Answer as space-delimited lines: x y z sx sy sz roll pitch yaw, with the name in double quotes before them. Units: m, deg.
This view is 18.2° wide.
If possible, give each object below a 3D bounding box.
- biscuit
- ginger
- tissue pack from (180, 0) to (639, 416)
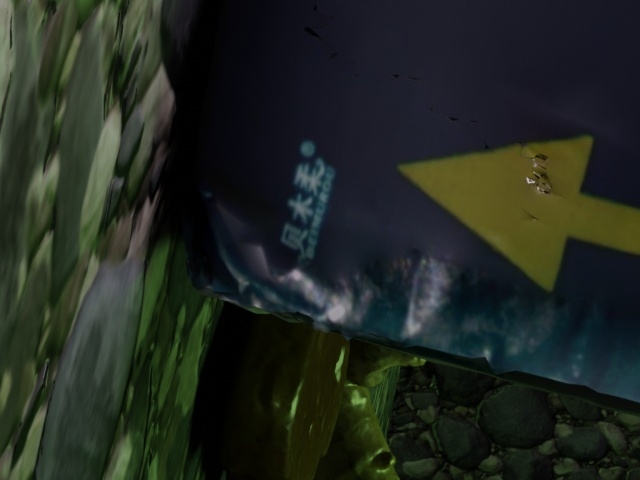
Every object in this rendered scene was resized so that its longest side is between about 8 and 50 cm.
"biscuit" -0.001 0.000 0.962 0.278 0.043 0.301 67 36 -81
"ginger" 0.026 0.015 1.105 0.075 0.089 0.288 3 97 -48
"tissue pack" 0.117 -0.157 0.683 0.264 0.253 0.417 -33 136 -81
